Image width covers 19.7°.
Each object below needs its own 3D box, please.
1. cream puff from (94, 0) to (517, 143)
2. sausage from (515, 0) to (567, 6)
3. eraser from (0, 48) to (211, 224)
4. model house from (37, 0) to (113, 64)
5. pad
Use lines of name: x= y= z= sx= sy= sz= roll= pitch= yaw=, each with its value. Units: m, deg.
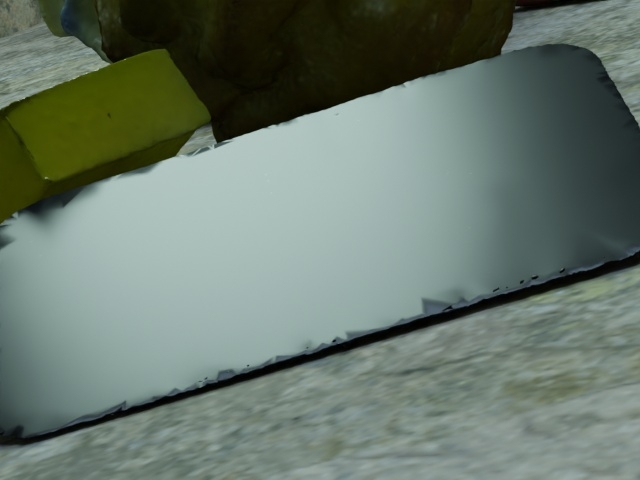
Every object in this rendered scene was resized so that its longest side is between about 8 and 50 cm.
cream puff: x=-0.014 y=-0.147 z=0.984 sx=0.244 sy=0.196 sz=0.244 roll=1 pitch=-30 yaw=1
sausage: x=0.192 y=-0.182 z=1.260 sx=0.029 sy=0.029 sz=0.223 roll=-24 pitch=13 yaw=-30
eraser: x=-0.117 y=-0.025 z=0.816 sx=0.097 sy=0.045 sz=0.122 roll=-25 pitch=-12 yaw=-42
model house: x=-0.048 y=-0.235 z=1.297 sx=0.266 sy=0.261 sz=0.321 roll=-13 pitch=7 yaw=27
pad: x=-0.007 y=-0.023 z=0.744 sx=0.250 sy=0.055 sz=0.323 roll=-17 pitch=12 yaw=2
